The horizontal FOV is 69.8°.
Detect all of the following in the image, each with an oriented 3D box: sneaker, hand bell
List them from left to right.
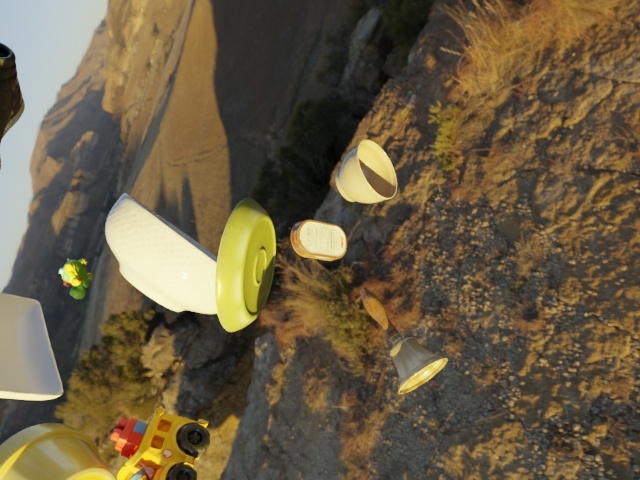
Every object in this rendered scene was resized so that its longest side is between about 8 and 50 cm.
[{"bbox_3d":[-0.531,-0.191,0.681,0.147,0.104,0.296,116,155,-47],"label":"sneaker"},{"bbox_3d":[0.158,0.203,1.029,0.126,0.126,0.242,-54,55,30],"label":"hand bell"}]

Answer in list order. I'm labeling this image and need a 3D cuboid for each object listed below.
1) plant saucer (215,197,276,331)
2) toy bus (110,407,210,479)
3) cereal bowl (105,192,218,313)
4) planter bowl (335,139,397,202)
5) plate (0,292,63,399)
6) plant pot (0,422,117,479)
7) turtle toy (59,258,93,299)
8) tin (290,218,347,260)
[{"bbox_3d":[-0.123,0.045,0.823,0.241,0.037,0.241,7,-90,-79],"label":"plant saucer"},{"bbox_3d":[-0.378,0.494,1.031,0.149,0.211,0.220,-55,15,29],"label":"toy bus"},{"bbox_3d":[-0.325,0.053,1.002,0.141,0.339,0.339,-53,28,-7],"label":"cereal bowl"},{"bbox_3d":[0.108,-0.163,1.194,0.109,0.162,0.162,-25,53,38],"label":"planter bowl"},{"bbox_3d":[-0.567,0.152,0.706,0.278,0.277,0.045,38,97,43],"label":"plate"},{"bbox_3d":[-0.581,0.558,1.014,0.239,0.254,0.254,-2,71,36],"label":"plant pot"},{"bbox_3d":[-0.758,0.118,1.421,0.095,0.066,0.130,-74,-35,-82],"label":"turtle toy"},{"bbox_3d":[0.000,0.000,1.310,0.040,0.189,0.106,-9,76,49],"label":"tin"}]
